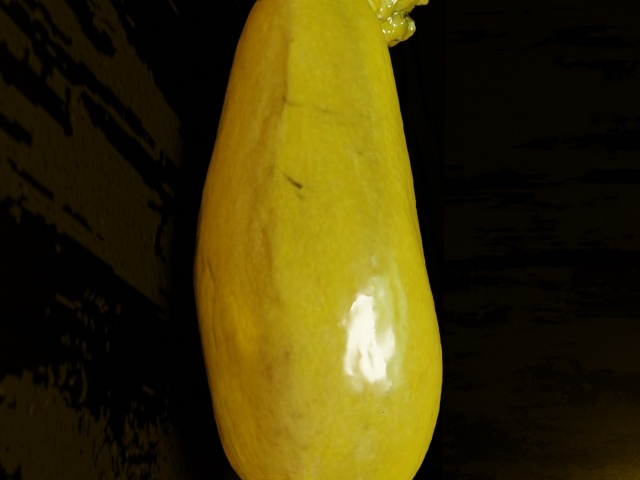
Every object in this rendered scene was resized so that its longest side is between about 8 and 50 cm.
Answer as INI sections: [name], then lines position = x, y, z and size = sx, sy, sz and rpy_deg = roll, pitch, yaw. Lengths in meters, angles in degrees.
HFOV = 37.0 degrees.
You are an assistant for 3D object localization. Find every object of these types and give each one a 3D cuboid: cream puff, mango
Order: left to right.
[mango]
position = 0.001, 0.005, 0.589
size = 0.195, 0.142, 0.331
rpy_deg = 74, 16, -66
[cream puff]
position = 0.064, -0.261, 0.989
size = 0.146, 0.116, 0.146
rpy_deg = -1, 90, -82
